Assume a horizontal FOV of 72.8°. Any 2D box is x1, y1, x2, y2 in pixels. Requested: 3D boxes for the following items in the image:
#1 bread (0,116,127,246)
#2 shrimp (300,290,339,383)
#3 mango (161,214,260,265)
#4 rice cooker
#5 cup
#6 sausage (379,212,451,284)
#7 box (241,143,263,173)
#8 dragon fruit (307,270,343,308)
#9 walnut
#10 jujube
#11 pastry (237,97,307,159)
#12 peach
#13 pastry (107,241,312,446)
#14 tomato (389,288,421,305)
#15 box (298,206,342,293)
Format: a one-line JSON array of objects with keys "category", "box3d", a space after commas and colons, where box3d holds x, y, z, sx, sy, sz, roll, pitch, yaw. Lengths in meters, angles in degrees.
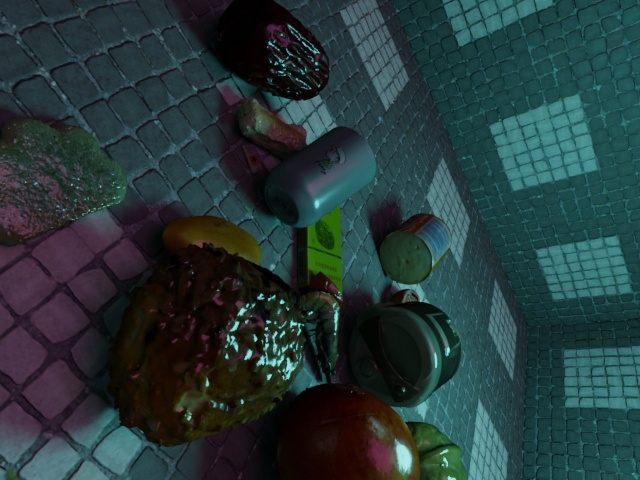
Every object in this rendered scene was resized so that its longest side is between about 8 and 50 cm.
[{"category": "bread", "box3d": [-0.491, -0.122, 0.780, 0.286, 0.056, 0.207, -48, 119, -51]}, {"category": "shrimp", "box3d": [-0.023, 0.290, 1.257, 0.169, 0.058, 0.295, -5, 101, -16]}, {"category": "mango", "box3d": [-0.249, 0.019, 1.000, 0.252, 0.126, 0.153, 26, 47, -46]}, {"category": "rice cooker", "box3d": [0.278, 0.361, 1.440, 0.325, 0.335, 0.335, 2, 77, -53]}, {"category": "cup", "box3d": [-0.004, -0.181, 1.285, 0.312, 0.205, 0.205, -40, 112, -32]}, {"category": "sausage", "box3d": [0.398, 0.028, 1.798, 0.287, 0.233, 0.233, -34, 106, -53]}, {"category": "box", "box3d": [-0.197, -0.237, 1.257, 0.046, 0.012, 0.083, -32, 103, -55]}, {"category": "dragon fruit", "box3d": [0.013, 0.188, 1.309, 0.106, 0.083, 0.162, -41, 137, -21]}, {"category": "walnut", "box3d": [0.341, 0.754, 1.442, 0.277, 0.253, 0.282, 37, 47, -49]}, {"category": "jujube", "box3d": [-0.137, -0.556, 1.273, 0.377, 0.258, 0.258, 25, 59, -55]}, {"category": "pastry", "box3d": [-0.140, -0.327, 1.299, 0.258, 0.089, 0.121, 16, 73, -52]}, {"category": "peach", "box3d": [0.064, 0.533, 1.084, 0.370, 0.370, 0.370, 23, 60, -48]}, {"category": "pastry", "box3d": [-0.202, 0.179, 0.846, 0.405, 0.292, 0.337, -8, 113, -46]}, {"category": "tomato", "box3d": [0.343, 0.314, 1.738, 0.237, 0.095, 0.236, 30, 51, -46]}, {"category": "box", "box3d": [0.000, 0.000, 1.416, 0.187, 0.047, 0.334, 20, 63, -49]}]
